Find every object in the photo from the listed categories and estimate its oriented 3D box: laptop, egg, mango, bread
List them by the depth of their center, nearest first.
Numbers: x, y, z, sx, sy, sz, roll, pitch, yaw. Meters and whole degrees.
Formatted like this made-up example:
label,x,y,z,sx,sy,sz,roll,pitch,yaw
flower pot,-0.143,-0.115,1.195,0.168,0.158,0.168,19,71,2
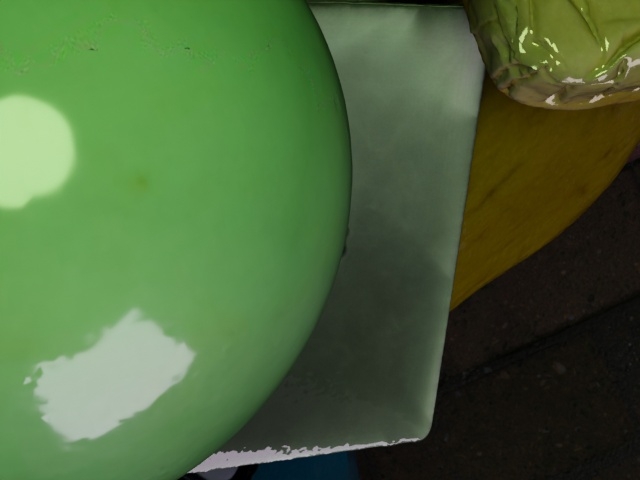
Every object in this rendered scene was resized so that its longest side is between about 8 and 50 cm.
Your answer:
label,x,y,z,sx,sy,sz,roll,pitch,yaw
egg,-0.111,-0.014,0.485,0.220,0.220,0.269,-19,179,-40
bread,0.182,-0.153,0.773,0.236,0.140,0.106,-20,176,-11
laptop,0.000,0.000,0.821,0.187,0.269,0.015,-4,-159,-30
mango,0.092,-0.058,0.945,0.331,0.142,0.195,-39,140,-23

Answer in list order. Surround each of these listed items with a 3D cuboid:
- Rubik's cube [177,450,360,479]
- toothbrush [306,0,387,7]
label,x,y,z,sx,sy,sz,roll,pitch,yaw
Rubik's cube,-0.168,0.200,1.270,0.307,0.310,0.305,-16,-169,-35
toothbrush,0.074,-0.159,0.819,0.297,0.030,0.030,-23,-179,-18
